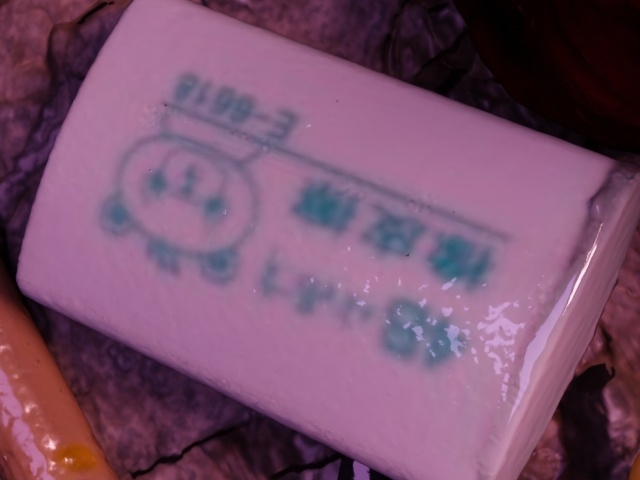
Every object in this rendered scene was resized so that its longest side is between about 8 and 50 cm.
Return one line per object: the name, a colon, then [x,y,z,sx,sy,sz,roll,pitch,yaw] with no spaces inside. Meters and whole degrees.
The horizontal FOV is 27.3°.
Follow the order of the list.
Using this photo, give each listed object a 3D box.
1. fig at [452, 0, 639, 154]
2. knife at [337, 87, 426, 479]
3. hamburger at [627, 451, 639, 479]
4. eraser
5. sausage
fig: [0.182,-0.143,0.611,0.263,0.224,0.224,16,93,-2]
knife: [0.047,0.028,0.738,0.060,0.028,0.230,3,85,11]
hamburger: [0.186,0.250,0.601,0.186,0.261,0.302,-30,42,5]
eraser: [0.000,0.000,0.691,0.290,0.104,0.189,23,94,20]
sausage: [-0.186,0.070,0.767,0.066,0.066,0.301,-28,83,11]
